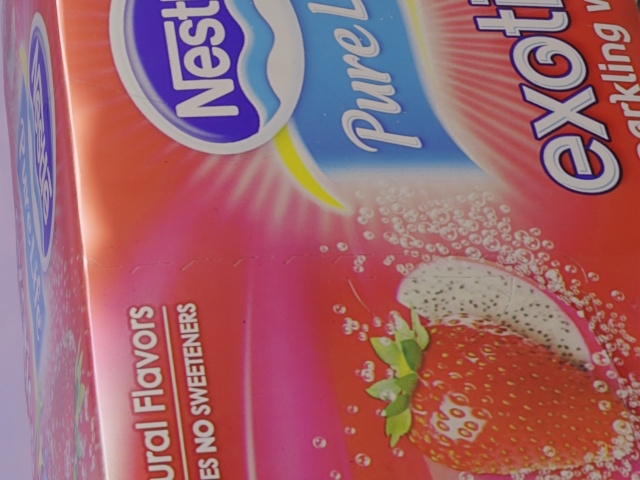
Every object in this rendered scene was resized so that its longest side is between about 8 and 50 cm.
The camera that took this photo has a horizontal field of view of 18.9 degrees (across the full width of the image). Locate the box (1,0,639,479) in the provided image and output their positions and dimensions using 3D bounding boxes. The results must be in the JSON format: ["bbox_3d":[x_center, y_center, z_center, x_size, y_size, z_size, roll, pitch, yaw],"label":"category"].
[{"bbox_3d":[0.000,0.000,0.421,0.123,0.128,0.257,103,161,-49],"label":"box"}]

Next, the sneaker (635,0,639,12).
[{"bbox_3d":[0.030,-0.124,0.831,0.275,0.107,0.110,28,-167,6],"label":"sneaker"}]
